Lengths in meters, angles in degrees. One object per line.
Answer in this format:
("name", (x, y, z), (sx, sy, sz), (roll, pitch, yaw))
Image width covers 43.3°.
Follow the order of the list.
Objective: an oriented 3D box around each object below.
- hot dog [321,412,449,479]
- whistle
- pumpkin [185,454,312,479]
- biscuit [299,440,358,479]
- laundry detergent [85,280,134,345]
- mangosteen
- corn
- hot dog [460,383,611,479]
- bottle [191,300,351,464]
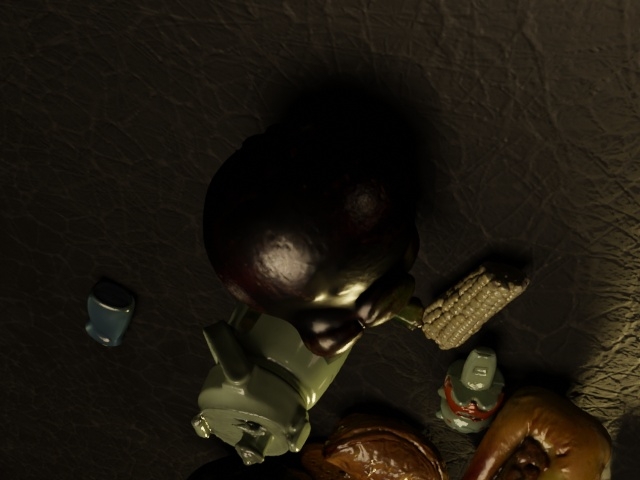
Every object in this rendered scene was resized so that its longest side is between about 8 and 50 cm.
("hot dog", (0.141, 0.449, 1.639), (0.272, 0.122, 0.196), (29, 143, -9))
("whistle", (0.261, 0.261, 1.380), (0.102, 0.105, 0.253), (-13, 140, -15))
("pumpkin", (-0.127, 0.683, 1.848), (0.455, 0.343, 0.454), (30, -179, 0))
("biscuit", (0.050, 0.520, 1.834), (0.212, 0.036, 0.212), (17, 140, 15))
("laundry detergent", (-0.449, 0.166, 1.714), (0.097, 0.061, 0.206), (20, 142, -4))
("mangosteen", (-0.013, -0.005, 1.074), (0.297, 0.297, 0.313), (3, 97, 28))
("corn", (0.228, 0.092, 1.227), (0.087, 0.087, 0.211), (31, 137, -4))
("hot dog", (0.340, 0.437, 1.401), (0.185, 0.223, 0.405), (30, 146, 17))
("bottle", (-0.079, 0.192, 1.299), (0.229, 0.351, 0.229), (17, 142, 14))
